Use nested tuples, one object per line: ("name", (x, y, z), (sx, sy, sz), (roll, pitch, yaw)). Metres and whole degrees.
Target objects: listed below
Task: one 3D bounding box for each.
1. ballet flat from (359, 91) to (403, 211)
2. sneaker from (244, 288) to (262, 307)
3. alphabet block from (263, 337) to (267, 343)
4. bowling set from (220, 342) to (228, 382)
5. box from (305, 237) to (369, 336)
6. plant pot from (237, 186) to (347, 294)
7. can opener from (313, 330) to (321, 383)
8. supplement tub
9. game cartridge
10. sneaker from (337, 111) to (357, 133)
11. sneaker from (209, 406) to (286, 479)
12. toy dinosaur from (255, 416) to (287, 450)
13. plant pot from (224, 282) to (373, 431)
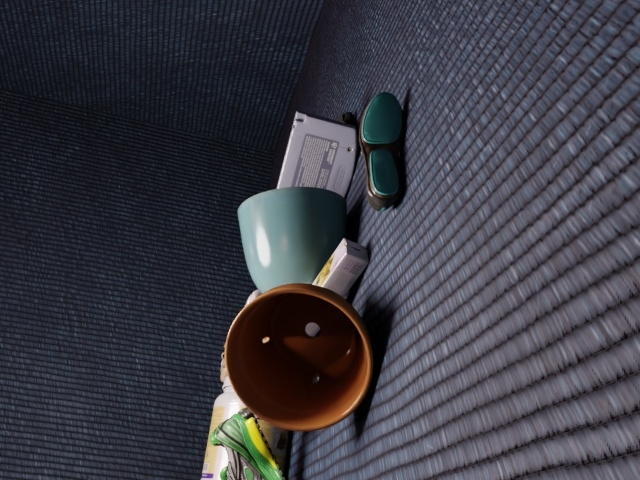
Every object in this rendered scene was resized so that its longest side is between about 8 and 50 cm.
("ballet flat", (0.126, -0.185, 1.331), (0.096, 0.095, 0.280), (96, 180, -62))
("sneaker", (-0.127, 0.205, 1.967), (0.275, 0.110, 0.107), (-17, -40, -55))
("alphabet block", (-0.177, 0.345, 2.059), (0.192, 0.193, 0.197), (136, 144, -69))
("bowling set", (-0.293, 0.414, 2.251), (0.200, 0.287, 0.154), (10, 89, 40))
("box", (0.004, 0.137, 1.485), (0.324, 0.067, 0.063), (-57, 20, 29))
("plant pot", (-0.065, 0.027, 1.611), (0.293, 0.293, 0.235), (125, 143, -64))
("can opener", (-0.028, 0.296, 1.593), (0.095, 0.076, 0.283), (-38, 33, 33))
("supplement tub", (-0.215, 0.591, 1.859), (0.241, 0.241, 0.331), (124, 156, -63))
("game cartridge", (-0.009, -0.198, 1.742), (0.062, 0.198, 0.297), (-102, 26, -64))
("sneaker", (0.077, -0.346, 1.846), (0.170, 0.051, 0.089), (143, 133, -79))
("sneaker", (-0.169, 0.614, 1.589), (0.343, 0.146, 0.134), (59, 167, 18))
("toy dinosaur", (-0.076, 0.417, 1.664), (0.200, 0.127, 0.296), (-55, 1, 38))
("plant pot", (-0.030, 0.212, 1.282), (0.203, 0.291, 0.291), (-55, -21, -76))
